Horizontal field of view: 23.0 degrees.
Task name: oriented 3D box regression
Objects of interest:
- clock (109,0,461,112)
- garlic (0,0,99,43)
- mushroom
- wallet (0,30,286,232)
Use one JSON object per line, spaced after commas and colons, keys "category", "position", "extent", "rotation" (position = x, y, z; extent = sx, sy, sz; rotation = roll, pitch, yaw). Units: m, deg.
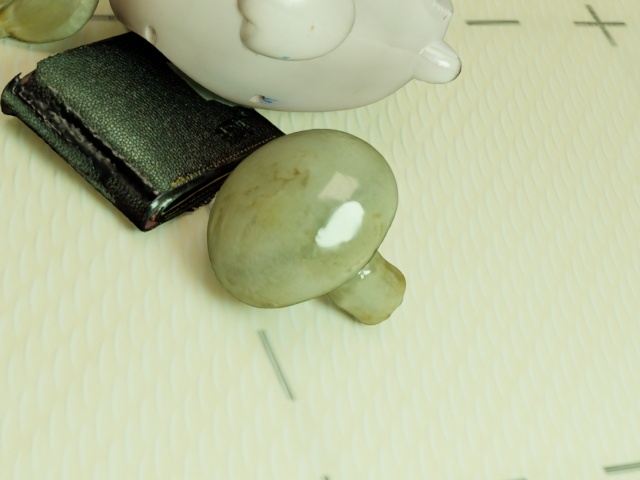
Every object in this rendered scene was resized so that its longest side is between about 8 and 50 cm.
{"category": "clock", "position": [-0.045, -0.282, 1.766], "extent": [0.377, 0.250, 0.368], "rotation": [22, 19, -29]}
{"category": "garlic", "position": [-0.344, -0.328, 1.751], "extent": [0.229, 0.178, 0.143], "rotation": [36, 19, -15]}
{"category": "mushroom", "position": [-0.004, -0.018, 1.597], "extent": [0.209, 0.206, 0.206], "rotation": [15, 38, -45]}
{"category": "wallet", "position": [-0.185, -0.132, 1.706], "extent": [0.221, 0.071, 0.262], "rotation": [38, 37, 15]}
